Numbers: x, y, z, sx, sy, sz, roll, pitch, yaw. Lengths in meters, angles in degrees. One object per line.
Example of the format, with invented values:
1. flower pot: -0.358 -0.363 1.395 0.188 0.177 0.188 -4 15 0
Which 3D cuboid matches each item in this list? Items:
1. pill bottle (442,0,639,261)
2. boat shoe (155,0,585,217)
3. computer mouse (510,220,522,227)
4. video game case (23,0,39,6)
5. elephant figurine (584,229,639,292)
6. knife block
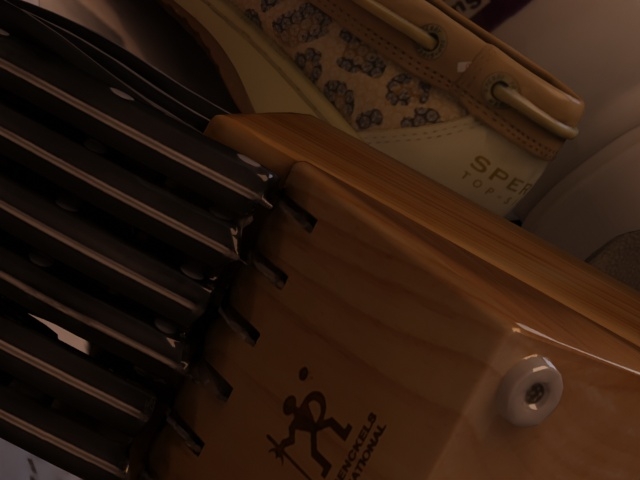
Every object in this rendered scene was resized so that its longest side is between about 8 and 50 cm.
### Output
1. pill bottle: 0.083 -0.116 0.803 0.169 0.169 0.301 6 50 -61
2. boat shoe: -0.013 -0.113 0.717 0.285 0.089 0.104 51 21 20
3. computer mouse: 0.131 0.001 0.912 0.188 0.072 0.272 18 44 -54
4. video game case: -0.198 -0.198 0.590 0.285 0.025 0.204 37 30 -38
5. elephant figurine: 0.128 0.050 0.614 0.169 0.239 0.186 20 49 -59
6. knife block: 0.007 0.024 0.482 0.276 0.088 0.242 20 12 -37
